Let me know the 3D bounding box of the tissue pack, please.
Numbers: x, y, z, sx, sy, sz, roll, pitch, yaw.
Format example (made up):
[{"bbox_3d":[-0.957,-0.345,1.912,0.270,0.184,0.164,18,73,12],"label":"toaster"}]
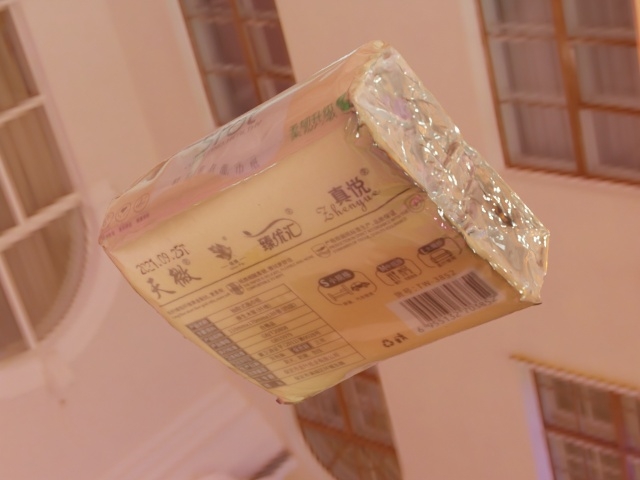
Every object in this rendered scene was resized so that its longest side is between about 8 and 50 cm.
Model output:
[{"bbox_3d":[0.000,0.000,0.785,0.222,0.186,0.090,-26,-149,38],"label":"tissue pack"}]
